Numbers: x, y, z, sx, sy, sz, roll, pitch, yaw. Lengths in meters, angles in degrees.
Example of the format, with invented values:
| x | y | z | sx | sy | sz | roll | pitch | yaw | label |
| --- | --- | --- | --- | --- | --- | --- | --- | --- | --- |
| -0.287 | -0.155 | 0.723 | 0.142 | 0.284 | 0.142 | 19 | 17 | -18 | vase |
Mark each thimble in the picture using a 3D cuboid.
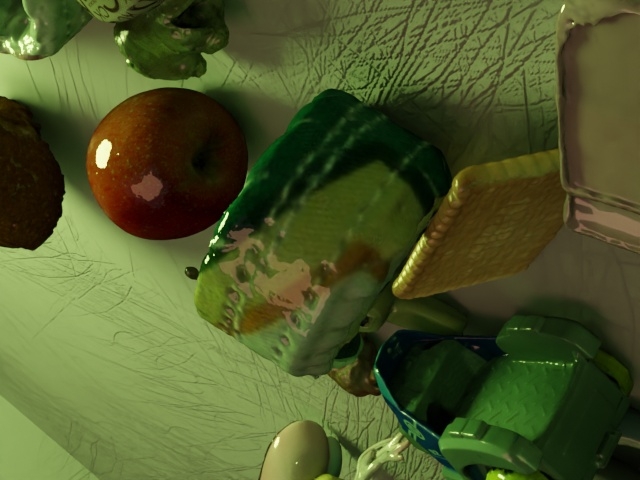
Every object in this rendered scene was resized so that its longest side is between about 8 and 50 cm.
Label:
| x | y | z | sx | sy | sz | roll | pitch | yaw | label |
| --- | --- | --- | --- | --- | --- | --- | --- | --- | --- |
| 0.000 | 0.000 | 1.119 | 0.167 | 0.254 | 0.288 | 35 | 132 | 6 | thimble |
| -0.308 | -0.302 | 1.149 | 0.185 | 0.149 | 0.211 | 35 | 152 | 9 | thimble |

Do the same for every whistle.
| x | y | z | sx | sy | sz | roll | pitch | yaw | label |
| --- | --- | --- | --- | --- | --- | --- | --- | --- | --- |
| 0.031 | 0.042 | 1.331 | 0.294 | 0.141 | 0.141 | 10 | 154 | -13 | whistle |

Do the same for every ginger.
| x | y | z | sx | sy | sz | roll | pitch | yaw | label |
| --- | --- | --- | --- | --- | --- | --- | --- | --- | --- |
| -0.144 | -0.258 | 1.101 | 0.137 | 0.089 | 0.290 | 48 | 151 | 21 | ginger |

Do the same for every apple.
| x | y | z | sx | sy | sz | roll | pitch | yaw | label |
| --- | --- | --- | --- | --- | --- | --- | --- | --- | --- |
| -0.176 | -0.086 | 1.289 | 0.168 | 0.181 | 0.181 | 4 | 137 | 44 | apple |

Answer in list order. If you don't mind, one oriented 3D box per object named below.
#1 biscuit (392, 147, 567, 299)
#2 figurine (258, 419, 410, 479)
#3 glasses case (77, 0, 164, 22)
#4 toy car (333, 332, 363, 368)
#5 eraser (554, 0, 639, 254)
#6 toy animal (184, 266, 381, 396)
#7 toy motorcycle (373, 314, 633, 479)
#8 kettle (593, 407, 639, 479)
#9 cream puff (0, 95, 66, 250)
| x | y | z | sx | sy | sz | roll | pitch | yaw | label |
| --- | --- | --- | --- | --- | --- | --- | --- | --- | --- |
| 0.166 | -0.015 | 1.062 | 0.250 | 0.160 | 0.030 | 111 | 144 | -62 | biscuit |
| 0.050 | 0.394 | 1.716 | 0.206 | 0.284 | 0.315 | 47 | 176 | -36 | figurine |
| -0.232 | -0.363 | 0.966 | 0.137 | 0.085 | 0.355 | -5 | 111 | 54 | glasses case |
| -0.028 | 0.095 | 1.398 | 0.186 | 0.093 | 0.058 | 43 | 133 | 16 | toy car |
| 0.351 | -0.072 | 0.776 | 0.359 | 0.122 | 0.272 | 20 | 147 | 28 | eraser |
| -0.028 | 0.118 | 1.514 | 0.312 | 0.097 | 0.157 | 30 | 157 | 17 | toy animal |
| 0.174 | 0.186 | 1.273 | 0.200 | 0.191 | 0.326 | 45 | 154 | -24 | toy motorcycle |
| 0.371 | 0.355 | 1.308 | 0.342 | 0.247 | 0.319 | 40 | 126 | 23 | kettle |
| -0.498 | -0.111 | 1.555 | 0.303 | 0.212 | 0.303 | 21 | 179 | 0 | cream puff |
